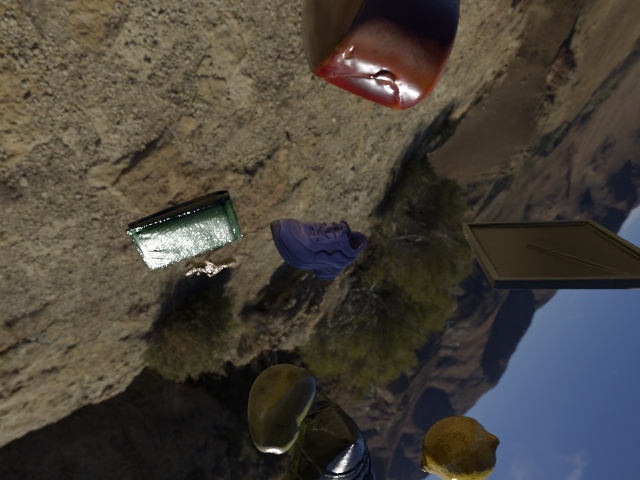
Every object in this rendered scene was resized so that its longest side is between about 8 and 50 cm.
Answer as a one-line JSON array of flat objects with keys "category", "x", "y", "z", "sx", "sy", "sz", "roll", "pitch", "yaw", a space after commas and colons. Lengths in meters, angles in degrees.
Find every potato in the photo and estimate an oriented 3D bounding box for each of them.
[{"category": "potato", "x": -0.091, "y": 0.374, "z": 1.070, "sx": 0.157, "sy": 0.157, "sz": 0.194, "roll": 103, "pitch": -2, "yaw": -60}]

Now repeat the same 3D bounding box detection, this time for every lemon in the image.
[{"category": "lemon", "x": 0.386, "y": 0.588, "z": 1.340, "sx": 0.244, "sy": 0.187, "sz": 0.186, "roll": -36, "pitch": 169, "yaw": 29}]

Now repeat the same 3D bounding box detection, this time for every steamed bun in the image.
[{"category": "steamed bun", "x": 0.106, "y": -0.426, "z": 0.867, "sx": 0.234, "sy": 0.380, "sz": 0.248, "roll": 16, "pitch": 127, "yaw": -22}]

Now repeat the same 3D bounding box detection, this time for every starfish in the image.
[{"category": "starfish", "x": -0.321, "y": 0.069, "z": 1.393, "sx": 0.150, "sy": 0.053, "sz": 0.209, "roll": -17, "pitch": 175, "yaw": -11}]

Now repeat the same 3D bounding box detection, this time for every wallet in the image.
[{"category": "wallet", "x": -0.308, "y": -0.022, "z": 1.112, "sx": 0.235, "sy": 0.055, "sz": 0.160, "roll": -20, "pitch": 140, "yaw": -10}]

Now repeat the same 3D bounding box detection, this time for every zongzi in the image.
[{"category": "zongzi", "x": 0.036, "y": 0.569, "z": 1.218, "sx": 0.318, "sy": 0.384, "sz": 0.362, "roll": -6, "pitch": 177, "yaw": -16}]

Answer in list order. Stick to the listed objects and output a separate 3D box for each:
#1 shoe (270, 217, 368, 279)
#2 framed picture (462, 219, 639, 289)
[{"category": "shoe", "x": 0.000, "y": 0.000, "z": 1.054, "sx": 0.137, "sy": 0.095, "sz": 0.245, "roll": -39, "pitch": 139, "yaw": 18}, {"category": "framed picture", "x": 0.367, "y": 0.013, "z": 0.762, "sx": 0.324, "sy": 0.240, "sz": 0.021, "roll": -64, "pitch": 152, "yaw": -72}]
